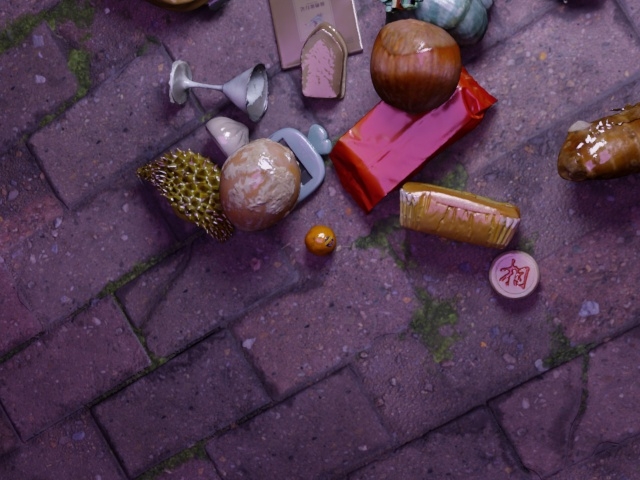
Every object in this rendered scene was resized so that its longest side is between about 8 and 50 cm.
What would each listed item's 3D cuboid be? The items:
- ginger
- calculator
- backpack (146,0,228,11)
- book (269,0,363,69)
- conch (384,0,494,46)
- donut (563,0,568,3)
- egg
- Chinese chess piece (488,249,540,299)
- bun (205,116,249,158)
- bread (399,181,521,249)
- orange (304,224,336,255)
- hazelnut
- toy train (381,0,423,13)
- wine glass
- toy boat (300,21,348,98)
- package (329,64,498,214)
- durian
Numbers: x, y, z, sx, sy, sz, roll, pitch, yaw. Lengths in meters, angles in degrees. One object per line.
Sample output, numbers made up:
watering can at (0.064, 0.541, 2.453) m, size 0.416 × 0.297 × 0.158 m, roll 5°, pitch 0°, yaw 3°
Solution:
ginger at (0.722, -0.262, 1.591) m, size 0.418 × 0.176 × 0.254 m, roll -15°, pitch 89°, yaw 8°
calculator at (-0.093, -0.182, 1.850) m, size 0.299 × 0.041 × 0.185 m, roll -39°, pitch 86°, yaw 15°
backpack at (-0.372, -0.745, 1.782) m, size 0.353 × 0.201 × 0.378 m, roll -35°, pitch 84°, yaw 12°
book at (-0.023, -0.608, 1.807) m, size 0.217 × 0.021 × 0.310 m, roll -10°, pitch 93°, yaw 13°
conch at (0.292, -0.532, 1.664) m, size 0.277 × 0.220 × 0.195 m, roll -32°, pitch 104°, yaw -5°
donut at (0.463, -0.701, 1.600) m, size 0.345 × 0.136 × 0.259 m, roll 11°, pitch 82°, yaw -7°
egg at (-0.151, -0.131, 1.746) m, size 0.203 × 0.203 × 0.245 m, roll 30°, pitch 116°, yaw 9°
Chinese chess piece at (0.471, 0.084, 1.739) m, size 0.122 × 0.051 × 0.122 m, roll 1°, pitch 95°, yaw 13°
bun at (-0.224, -0.264, 1.830) m, size 0.094 × 0.138 × 0.138 m, roll -34°, pitch 87°, yaw -2°
bread at (0.329, -0.060, 1.709) m, size 0.288 × 0.152 × 0.119 m, roll 13°, pitch 104°, yaw 12°
orange at (-0.001, 0.000, 1.825) m, size 0.084 × 0.083 × 0.083 m, roll 1°, pitch 95°, yaw 13°
hazelnut at (0.210, -0.384, 1.583) m, size 0.214 × 0.176 × 0.214 m, roll 20°, pitch 121°, yaw 37°
toy train at (0.189, -0.587, 1.562) m, size 0.118 × 0.074 × 0.176 m, roll 15°, pitch 102°, yaw 37°
wine glass at (-0.261, -0.390, 1.822) m, size 0.232 × 0.156 × 0.156 m, roll 10°, pitch 97°, yaw 15°
toy boat at (0.007, -0.445, 1.774) m, size 0.116 × 0.061 × 0.188 m, roll 4°, pitch 108°, yaw 10°
package at (0.210, -0.263, 1.733) m, size 0.423 × 0.123 × 0.196 m, roll -40°, pitch 83°, yaw 11°
durian at (-0.342, -0.134, 1.873) m, size 0.306 × 0.166 × 0.172 m, roll 31°, pitch 71°, yaw 3°
